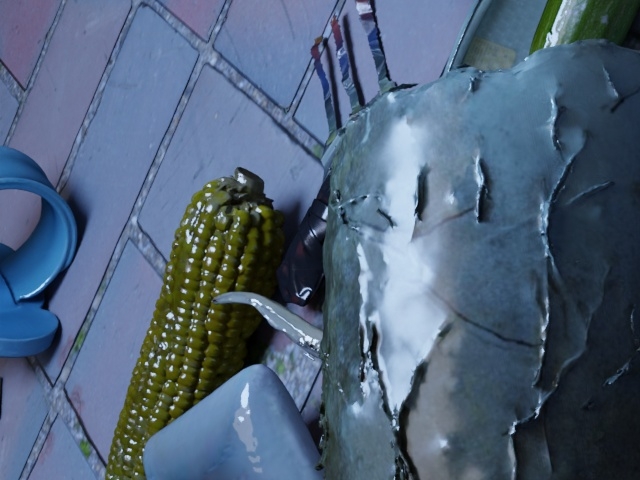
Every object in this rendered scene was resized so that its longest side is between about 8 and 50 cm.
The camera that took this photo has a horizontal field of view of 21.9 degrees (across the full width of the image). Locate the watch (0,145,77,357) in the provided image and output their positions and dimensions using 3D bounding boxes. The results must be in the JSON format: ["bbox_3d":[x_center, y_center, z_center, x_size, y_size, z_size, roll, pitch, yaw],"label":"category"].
[{"bbox_3d":[-0.362,0.003,1.748,0.211,0.211,0.193,-127,42,-52],"label":"watch"}]

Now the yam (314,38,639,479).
[{"bbox_3d":[0.113,0.075,0.971,0.241,0.241,0.348,-18,63,53],"label":"yam"}]

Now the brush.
[{"bbox_3d":[0.160,-0.207,1.173,0.296,0.068,0.060,-64,11,8],"label":"brush"}]

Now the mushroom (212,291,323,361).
[{"bbox_3d":[0.027,0.066,1.241,0.306,0.043,0.068,-5,92,49],"label":"mushroom"}]

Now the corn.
[{"bbox_3d":[-0.108,0.092,1.407,0.097,0.097,0.319,39,113,56],"label":"corn"}]

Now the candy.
[{"bbox_3d":[-0.068,0.189,1.305,0.174,0.071,0.138,-38,72,42],"label":"candy"}]

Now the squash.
[{"bbox_3d":[0.199,-0.201,1.096,0.066,0.066,0.228,35,108,57],"label":"squash"}]

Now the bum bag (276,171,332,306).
[{"bbox_3d":[-0.001,0.000,1.326,0.058,0.034,0.124,53,126,45],"label":"bum bag"}]

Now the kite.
[{"bbox_3d":[0.032,-0.098,1.351,0.141,0.015,0.245,-41,45,37],"label":"kite"}]
